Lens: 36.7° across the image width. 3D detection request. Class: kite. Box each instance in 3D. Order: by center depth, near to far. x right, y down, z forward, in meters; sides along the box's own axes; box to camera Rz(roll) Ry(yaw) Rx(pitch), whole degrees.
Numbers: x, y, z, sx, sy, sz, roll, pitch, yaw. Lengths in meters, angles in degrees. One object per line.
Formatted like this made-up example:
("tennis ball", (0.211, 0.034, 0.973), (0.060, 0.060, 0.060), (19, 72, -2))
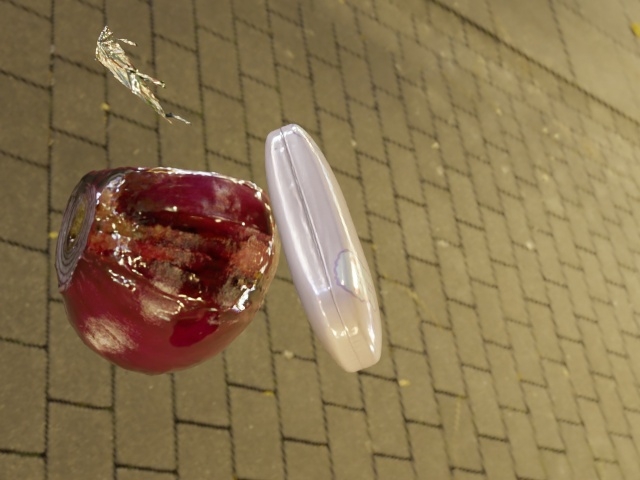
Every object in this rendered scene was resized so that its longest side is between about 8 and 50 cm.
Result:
("kite", (-0.253, -0.223, 1.290), (0.183, 0.010, 0.160), (55, 18, 17))

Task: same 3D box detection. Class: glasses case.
("glasses case", (0.000, 0.000, 0.978), (0.113, 0.075, 0.297), (65, 6, -48))

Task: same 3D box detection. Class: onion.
("onion", (-0.213, 0.047, 1.281), (0.282, 0.336, 0.260), (21, 72, -40))
